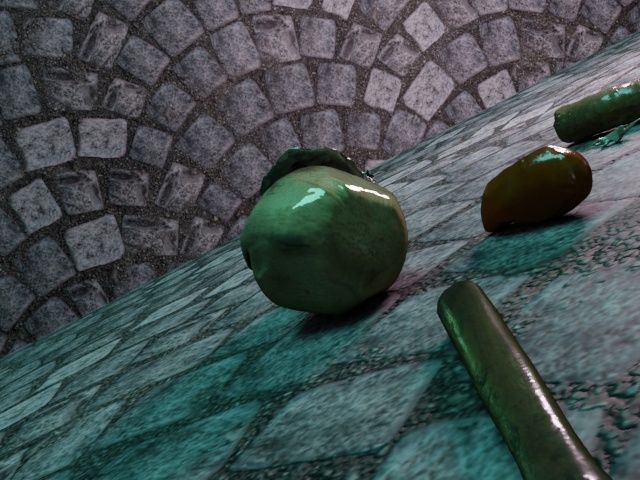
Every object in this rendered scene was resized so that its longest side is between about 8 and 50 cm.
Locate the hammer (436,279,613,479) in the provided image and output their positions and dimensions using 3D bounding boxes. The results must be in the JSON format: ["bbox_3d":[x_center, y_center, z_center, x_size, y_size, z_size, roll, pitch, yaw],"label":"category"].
[{"bbox_3d":[0.118,0.095,0.438,0.168,0.044,0.440,-27,8,6],"label":"hammer"}]

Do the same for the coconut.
[{"bbox_3d":[0.000,0.000,0.915,0.224,0.224,0.224,-26,8,4],"label":"coconut"}]

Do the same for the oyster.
[{"bbox_3d":[0.025,-0.048,1.128,0.162,0.158,0.351,-7,-13,24],"label":"oyster"}]

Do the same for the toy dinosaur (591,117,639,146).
[{"bbox_3d":[0.477,-0.169,1.112,0.083,0.021,0.062,-26,-5,14],"label":"toy dinosaur"}]

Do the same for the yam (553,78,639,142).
[{"bbox_3d":[0.547,-0.242,1.154,0.081,0.081,0.357,-31,8,-33],"label":"yam"}]

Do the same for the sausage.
[{"bbox_3d":[0.264,-0.062,0.868,0.089,0.089,0.179,-31,-1,-32],"label":"sausage"}]
